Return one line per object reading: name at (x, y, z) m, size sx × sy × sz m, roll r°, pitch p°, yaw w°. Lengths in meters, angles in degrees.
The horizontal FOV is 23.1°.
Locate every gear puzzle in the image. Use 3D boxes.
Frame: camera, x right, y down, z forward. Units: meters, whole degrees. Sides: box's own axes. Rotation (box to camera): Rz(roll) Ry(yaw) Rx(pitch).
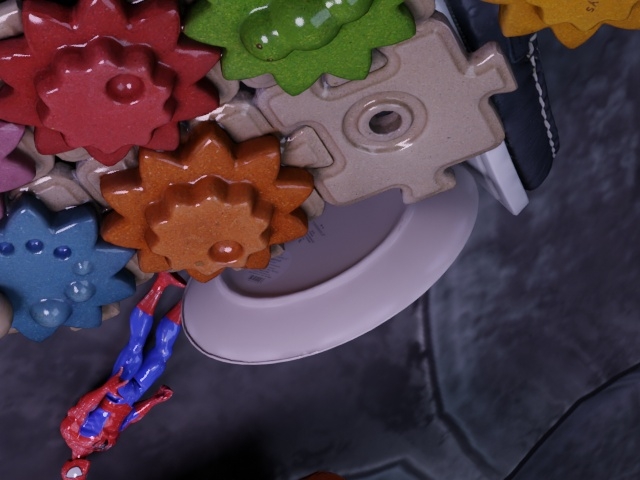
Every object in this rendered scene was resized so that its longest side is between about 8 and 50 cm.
gear puzzle at (-0.016, -0.045, 0.579) m, size 0.338 × 0.044 × 0.175 m, roll -21°, pitch 139°, yaw 14°

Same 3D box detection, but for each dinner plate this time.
dinner plate at (0.000, 0.000, 0.674) m, size 0.141 × 0.141 × 0.017 m, roll -37°, pitch 120°, yaw -12°

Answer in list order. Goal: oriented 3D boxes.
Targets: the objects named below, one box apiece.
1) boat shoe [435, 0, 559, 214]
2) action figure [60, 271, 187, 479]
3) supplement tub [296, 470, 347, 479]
boat shoe at (0.052, -0.130, 0.636) m, size 0.091 × 0.114 × 0.302 m, roll -36°, pitch 138°, yaw -4°
action figure at (-0.089, 0.066, 0.730) m, size 0.038 × 0.030 × 0.115 m, roll 19°, pitch 109°, yaw -51°
supplement tub at (-0.104, 0.254, 0.723) m, size 0.338 × 0.207 × 0.207 m, roll -25°, pitch 133°, yaw -22°
